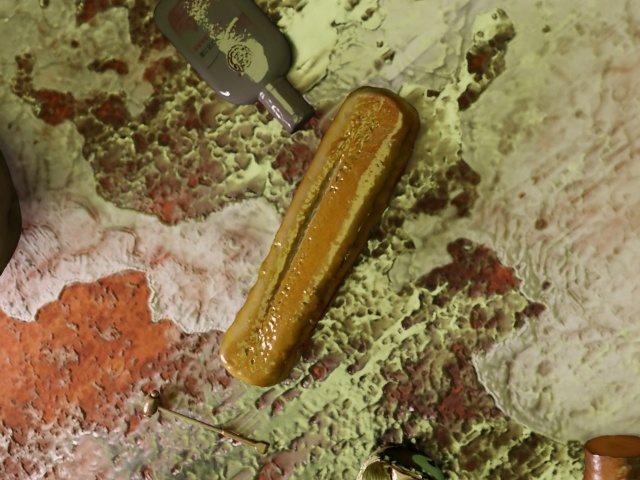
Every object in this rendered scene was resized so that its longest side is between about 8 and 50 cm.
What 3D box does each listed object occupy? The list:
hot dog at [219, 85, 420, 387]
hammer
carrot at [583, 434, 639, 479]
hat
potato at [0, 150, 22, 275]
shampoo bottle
[{"bbox_3d":[-0.002,-0.001,0.993,0.088,0.061,0.286,34,101,10],"label":"hot dog"},{"bbox_3d":[-0.105,0.170,1.051,0.123,0.014,0.029,20,106,6],"label":"hammer"},{"bbox_3d":[0.246,0.279,0.981,0.057,0.057,0.224,4,101,10],"label":"carrot"},{"bbox_3d":[0.073,0.213,0.999,0.077,0.059,0.076,23,114,13],"label":"hat"},{"bbox_3d":[-0.424,-0.026,0.988,0.326,0.221,0.243,16,108,-1],"label":"potato"},{"bbox_3d":[-0.070,-0.163,1.004,0.080,0.040,0.165,-42,85,9],"label":"shampoo bottle"}]
